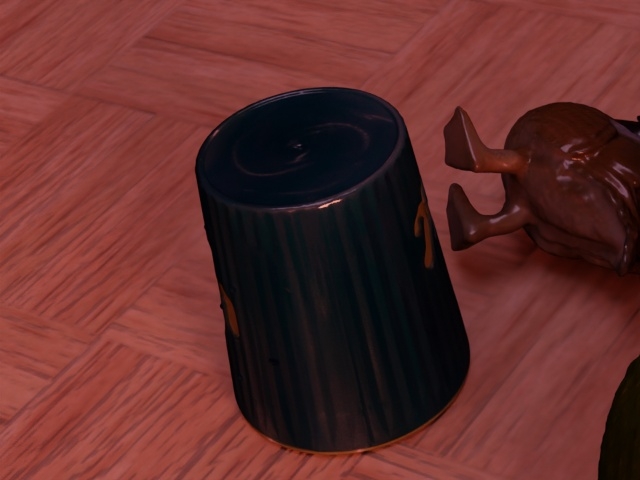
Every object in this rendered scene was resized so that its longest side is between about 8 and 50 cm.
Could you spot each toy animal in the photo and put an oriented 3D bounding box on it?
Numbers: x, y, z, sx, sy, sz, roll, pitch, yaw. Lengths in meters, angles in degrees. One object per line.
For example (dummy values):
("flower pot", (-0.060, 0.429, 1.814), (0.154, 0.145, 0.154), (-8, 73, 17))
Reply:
("toy animal", (0.166, -0.030, 0.973), (0.179, 0.089, 0.188), (-7, 29, -17))

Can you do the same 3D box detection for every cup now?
("cup", (0.000, 0.000, 0.917), (0.131, 0.155, 0.176), (-15, 38, -3))

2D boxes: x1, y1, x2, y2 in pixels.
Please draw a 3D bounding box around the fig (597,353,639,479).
("fig", (0.200, 0.161, 0.672), (0.203, 0.235, 0.203), (8, -1, 0))
